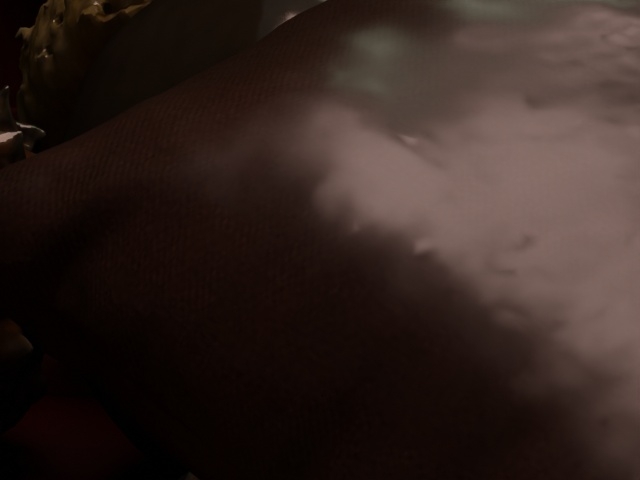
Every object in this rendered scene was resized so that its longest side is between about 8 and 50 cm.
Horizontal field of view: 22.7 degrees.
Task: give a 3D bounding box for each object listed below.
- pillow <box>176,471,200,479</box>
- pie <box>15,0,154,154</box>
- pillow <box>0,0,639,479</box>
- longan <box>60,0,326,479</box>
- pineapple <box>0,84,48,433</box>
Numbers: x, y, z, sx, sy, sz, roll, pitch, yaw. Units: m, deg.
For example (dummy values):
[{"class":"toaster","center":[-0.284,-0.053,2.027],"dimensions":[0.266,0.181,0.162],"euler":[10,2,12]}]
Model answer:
[{"class":"pillow","center":[-0.002,0.110,0.358],"dimensions":[0.126,0.043,0.232],"euler":[39,9,4]},{"class":"pie","center":[0.009,-0.038,0.816],"dimensions":[0.339,0.083,0.339],"euler":[9,-37,7]},{"class":"pillow","center":[0.107,0.012,0.416],"dimensions":[0.305,0.108,0.308],"euler":[38,52,25]},{"class":"longan","center":[0.000,0.000,0.622],"dimensions":[0.248,0.248,0.248],"euler":[6,7,-1]},{"class":"pineapple","center":[-0.181,-0.007,0.649],"dimensions":[0.166,0.193,0.166],"euler":[-1,8,0]}]
